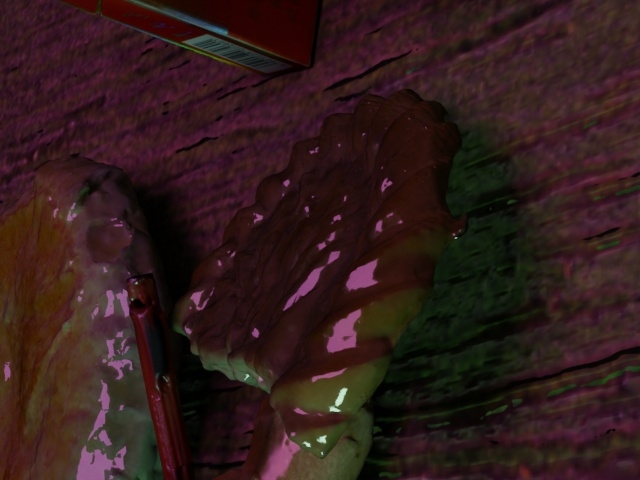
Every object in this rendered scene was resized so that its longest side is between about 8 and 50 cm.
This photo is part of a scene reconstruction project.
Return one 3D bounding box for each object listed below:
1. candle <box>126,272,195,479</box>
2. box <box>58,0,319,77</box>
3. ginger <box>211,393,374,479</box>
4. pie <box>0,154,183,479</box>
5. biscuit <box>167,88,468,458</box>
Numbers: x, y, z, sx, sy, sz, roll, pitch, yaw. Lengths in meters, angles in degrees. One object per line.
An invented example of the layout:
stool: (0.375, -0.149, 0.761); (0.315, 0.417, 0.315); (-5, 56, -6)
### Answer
candle: (-0.087, 0.102, 0.990); (0.026, 0.021, 0.167); (176, 83, -75)
box: (-0.079, -0.172, 1.014); (0.048, 0.175, 0.112); (-7, 69, 51)
ginger: (-0.045, 0.221, 0.899); (0.148, 0.081, 0.334); (-5, 73, 36)
pie: (-0.174, 0.100, 1.119); (0.306, 0.071, 0.306); (-28, 55, 49)
biscuit: (0.000, 0.000, 0.903); (0.187, 0.036, 0.273); (-58, 19, -5)
